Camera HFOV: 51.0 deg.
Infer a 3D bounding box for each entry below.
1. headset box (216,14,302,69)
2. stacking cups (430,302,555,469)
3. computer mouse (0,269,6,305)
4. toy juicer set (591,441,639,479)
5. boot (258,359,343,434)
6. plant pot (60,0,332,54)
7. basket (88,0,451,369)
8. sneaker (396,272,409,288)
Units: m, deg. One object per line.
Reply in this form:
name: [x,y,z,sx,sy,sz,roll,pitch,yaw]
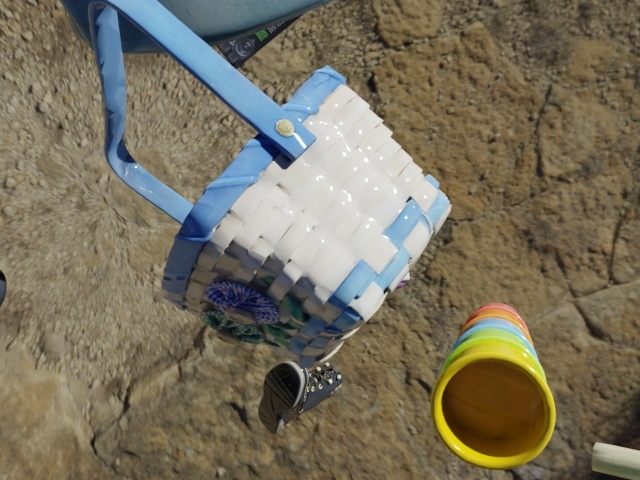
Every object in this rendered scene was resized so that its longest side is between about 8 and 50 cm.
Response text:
headset box: [-0.103,-0.431,1.068,0.283,0.246,0.131,-38,127,6]
stacking cups: [0.176,0.113,0.663,0.096,0.316,0.096,2,98,17]
computer mouse: [-0.449,0.100,0.730,0.242,0.041,0.071,-27,70,-3]
toy juicer set: [0.255,0.278,0.591,0.329,0.209,0.090,-16,108,-35]
boot: [-0.029,0.292,1.389,0.178,0.236,0.085,-24,60,-36]
plant pot: [-0.146,-0.306,0.610,0.252,0.248,0.247,-32,127,-5]
basket: [-0.063,-0.041,0.542,0.289,0.255,0.201,41,66,6]
sneaker: [0.000,0.000,1.115,0.305,0.114,0.152,4,85,11]
